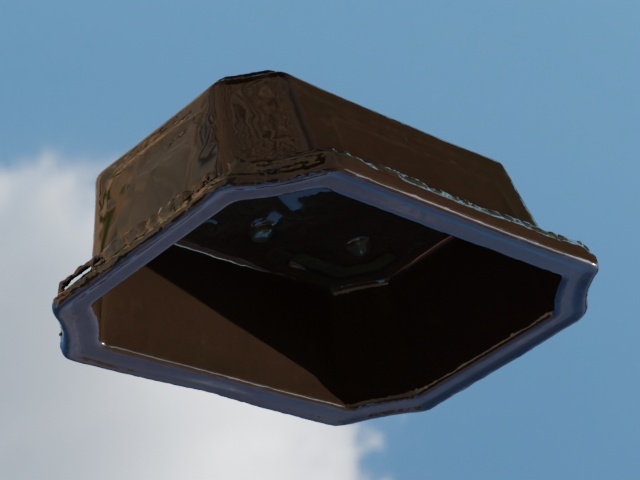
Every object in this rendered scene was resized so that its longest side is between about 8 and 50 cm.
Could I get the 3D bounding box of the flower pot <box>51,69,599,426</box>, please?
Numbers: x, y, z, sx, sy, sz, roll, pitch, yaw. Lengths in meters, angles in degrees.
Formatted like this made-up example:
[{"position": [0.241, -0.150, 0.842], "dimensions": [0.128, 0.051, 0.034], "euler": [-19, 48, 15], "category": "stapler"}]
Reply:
[{"position": [0.000, 0.000, 0.879], "dimensions": [0.179, 0.251, 0.084], "euler": [-34, -126, 32], "category": "flower pot"}]
